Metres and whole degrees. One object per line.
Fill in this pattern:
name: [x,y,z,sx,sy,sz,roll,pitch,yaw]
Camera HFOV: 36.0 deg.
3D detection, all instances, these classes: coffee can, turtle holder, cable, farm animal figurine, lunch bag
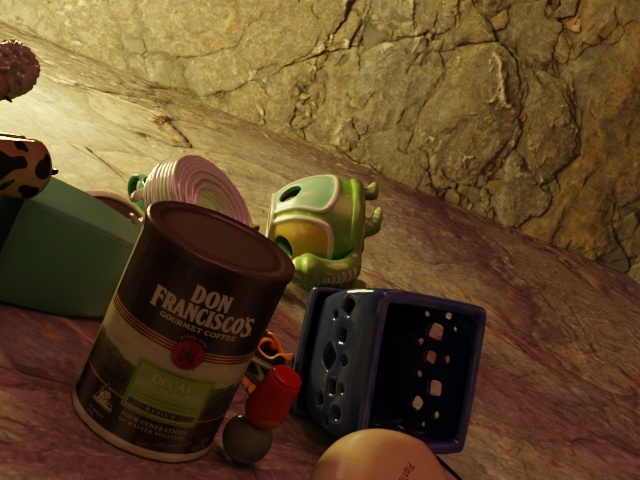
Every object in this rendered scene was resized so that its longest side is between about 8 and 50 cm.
coffee can: [-0.179,0.115,1.277,0.201,0.275,0.201,23,16,-7]
turtle holder: [-0.003,0.005,2.094,0.227,0.243,0.320,9,58,-6]
cable: [-0.225,-0.042,1.845,0.257,0.089,0.257,54,29,-22]
farm animal figurine: [-0.467,-0.076,1.263,0.172,0.330,0.326,14,23,27]
lunch bag: [0.175,0.357,1.469,0.071,0.053,0.083,39,11,37]

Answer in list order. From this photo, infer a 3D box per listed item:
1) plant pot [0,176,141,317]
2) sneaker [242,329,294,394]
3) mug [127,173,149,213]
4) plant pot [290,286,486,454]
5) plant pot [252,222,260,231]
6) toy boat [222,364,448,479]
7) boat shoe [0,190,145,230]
plant pot: [-0.380,0.016,1.513,0.234,0.166,0.165,21,16,-28]
sneaker: [-0.107,0.172,1.572,0.084,0.083,0.215,8,22,-44]
mug: [-0.319,-0.062,1.978,0.129,0.097,0.158,17,17,-28]
plant pot: [0.090,0.188,1.516,0.236,0.236,0.212,11,-1,-39]
plant pot: [-0.185,-0.001,2.037,0.083,0.082,0.081,17,13,16]
toy boat: [0.020,0.305,1.271,0.318,0.148,0.267,38,23,14]
boat shoe: [-0.426,-0.029,1.685,0.324,0.116,0.097,17,36,-49]
